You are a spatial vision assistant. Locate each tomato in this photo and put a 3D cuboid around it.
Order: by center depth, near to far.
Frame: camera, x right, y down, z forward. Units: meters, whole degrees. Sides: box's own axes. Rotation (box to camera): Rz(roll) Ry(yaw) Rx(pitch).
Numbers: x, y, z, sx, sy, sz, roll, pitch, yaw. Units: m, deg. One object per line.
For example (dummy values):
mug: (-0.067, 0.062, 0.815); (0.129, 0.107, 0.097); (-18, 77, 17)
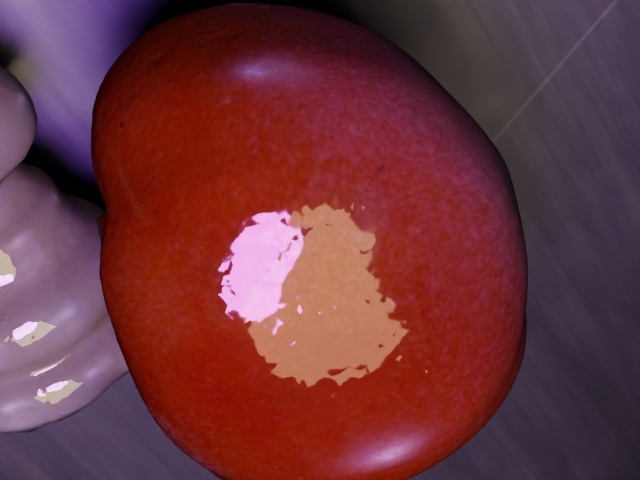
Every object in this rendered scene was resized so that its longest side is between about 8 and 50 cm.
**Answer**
tomato: (0.000, 0.000, 1.144); (0.272, 0.341, 0.341); (-13, 129, 10)

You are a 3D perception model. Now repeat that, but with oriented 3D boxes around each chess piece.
chess piece: (-0.250, -0.045, 1.160); (0.182, 0.182, 0.330); (-22, 123, 1)
